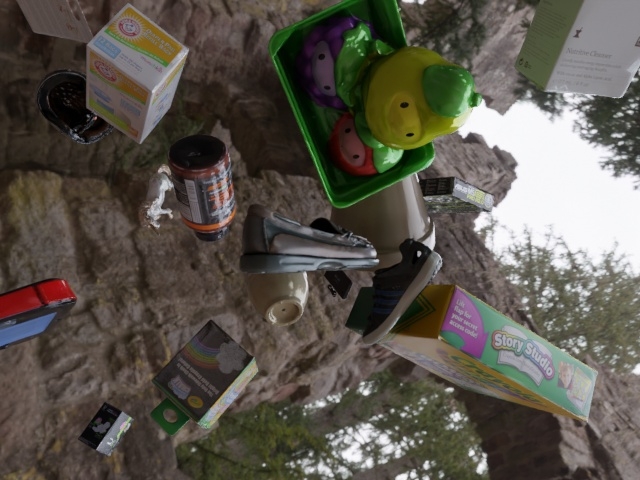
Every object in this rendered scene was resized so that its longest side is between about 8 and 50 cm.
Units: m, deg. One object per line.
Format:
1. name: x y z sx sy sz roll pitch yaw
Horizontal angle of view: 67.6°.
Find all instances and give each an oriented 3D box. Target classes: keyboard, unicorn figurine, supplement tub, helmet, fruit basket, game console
1. keyboard: 0.065 0.162 1.865 0.108 0.023 0.180 -63 -147 16
2. unicorn figurine: -0.323 -0.076 0.949 0.111 0.060 0.162 59 27 -78
3. supplement tub: -0.210 -0.087 0.872 0.106 0.106 0.198 55 -24 33
4. helmet: -0.604 -0.336 1.178 0.161 0.169 0.169 48 -47 4
5. fruit basket: 0.096 -0.251 0.887 0.392 0.282 0.392 64 -3 6
6. game console: -0.648 0.184 0.868 0.386 0.341 0.060 -29 -93 49

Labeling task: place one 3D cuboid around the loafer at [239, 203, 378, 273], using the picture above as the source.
1. loafer: 0.000 0.000 0.651 0.096 0.267 0.084 -5 -94 35

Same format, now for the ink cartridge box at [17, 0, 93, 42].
1. ink cartridge box: -0.637 -0.579 1.137 0.232 0.066 0.189 15 -39 19

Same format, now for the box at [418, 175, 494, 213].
1. box: 0.388 -0.142 1.558 0.270 0.216 0.060 2 -101 53

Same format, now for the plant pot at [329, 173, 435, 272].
1. plant pot: 0.161 -0.111 1.365 0.323 0.323 0.281 29 -44 47

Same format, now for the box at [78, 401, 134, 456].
1. box: -0.440 0.389 0.986 0.052 0.083 0.062 19 -31 21

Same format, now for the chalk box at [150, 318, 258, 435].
1. chalk box: -0.249 0.298 0.992 0.132 0.213 0.132 37 -23 14

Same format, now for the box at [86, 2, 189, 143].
1. box: -0.310 -0.268 0.798 0.203 0.114 0.103 -25 -147 61

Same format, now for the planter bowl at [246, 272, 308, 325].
1. planter bowl: -0.100 0.147 1.214 0.162 0.161 0.109 -64 -150 32

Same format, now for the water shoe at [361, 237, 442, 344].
1. water shoe: 0.117 0.084 0.796 0.080 0.073 0.203 39 -67 12

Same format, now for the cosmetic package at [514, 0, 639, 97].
1. cosmetic package: 0.604 -0.519 1.008 0.156 0.217 0.385 -103 -162 -49

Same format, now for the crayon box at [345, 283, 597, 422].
1. crayon box: 0.278 0.210 0.935 0.106 0.362 0.313 -65 -161 -15

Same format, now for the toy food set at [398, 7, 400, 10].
1. toy food set: 0.109 -0.577 1.287 0.132 0.191 0.039 -125 -165 -60
